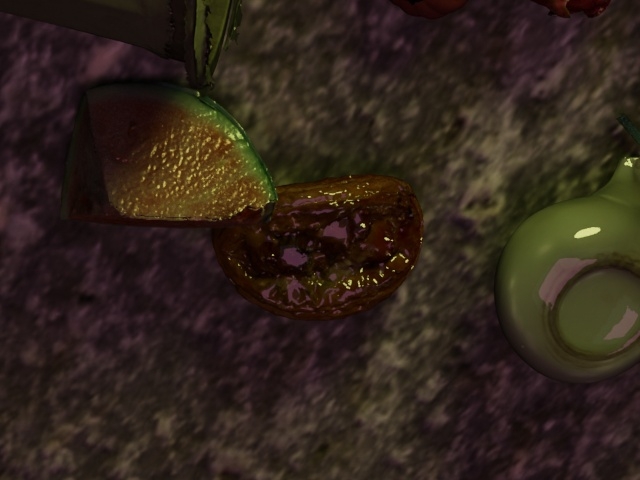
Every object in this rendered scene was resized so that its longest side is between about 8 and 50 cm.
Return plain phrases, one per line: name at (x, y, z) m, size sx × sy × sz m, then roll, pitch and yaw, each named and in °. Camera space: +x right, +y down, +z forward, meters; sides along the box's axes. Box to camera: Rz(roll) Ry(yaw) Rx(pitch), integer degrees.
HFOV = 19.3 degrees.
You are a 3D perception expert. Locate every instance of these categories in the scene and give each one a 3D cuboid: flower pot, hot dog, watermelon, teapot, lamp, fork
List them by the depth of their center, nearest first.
flower pot at (-0.194, -0.295, 1.713) m, size 0.259 × 0.290 × 0.290 m, roll 10°, pitch 121°, yaw 5°
lamp at (0.104, -0.269, 1.834) m, size 0.107 × 0.092 × 0.107 m, roll 18°, pitch 128°, yaw 25°
watermelon at (-0.155, -0.088, 1.922) m, size 0.231 × 0.128 × 0.146 m, roll 1°, pitch 86°, yaw 1°
hot dog at (0.000, 0.001, 1.987) m, size 0.227 × 0.099 × 0.160 m, roll -13°, pitch 120°, yaw 0°
fork at (0.392, -0.063, 2.027) m, size 0.039 × 0.021 × 0.235 m, roll -39°, pitch 115°, yaw 13°
teapot at (0.310, 0.082, 2.030) m, size 0.220 × 0.149 × 0.318 m, roll -28°, pitch 118°, yaw 2°

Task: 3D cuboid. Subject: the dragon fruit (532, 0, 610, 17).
dragon fruit at (0.226, -0.292, 1.814) m, size 0.166 × 0.136 × 0.133 m, roll 38°, pitch 122°, yaw -3°
